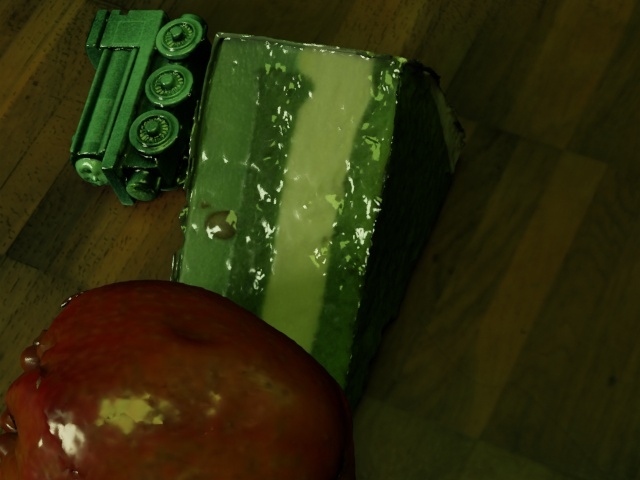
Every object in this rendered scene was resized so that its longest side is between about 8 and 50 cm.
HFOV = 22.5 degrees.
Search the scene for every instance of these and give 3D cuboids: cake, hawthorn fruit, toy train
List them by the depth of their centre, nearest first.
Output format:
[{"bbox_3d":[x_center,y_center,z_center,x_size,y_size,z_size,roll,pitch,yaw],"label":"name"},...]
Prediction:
[{"bbox_3d":[-0.063,0.142,1.010,0.299,0.211,0.211,16,60,6],"label":"hawthorn fruit"},{"bbox_3d":[-0.002,0.005,1.174,0.158,0.172,0.283,11,92,22],"label":"cake"},{"bbox_3d":[-0.140,-0.106,1.255,0.111,0.071,0.170,2,58,19],"label":"toy train"}]
